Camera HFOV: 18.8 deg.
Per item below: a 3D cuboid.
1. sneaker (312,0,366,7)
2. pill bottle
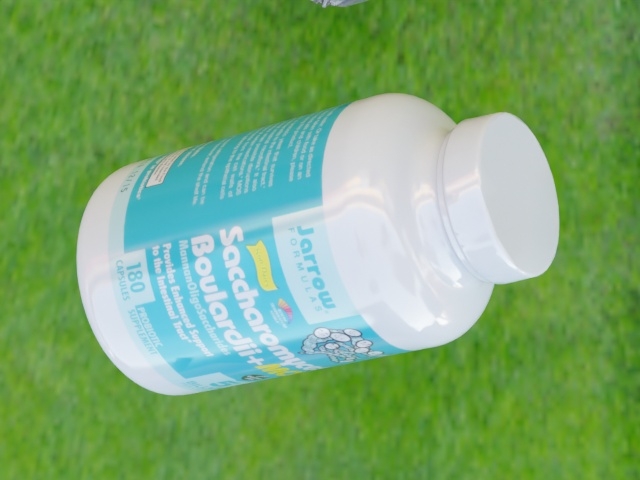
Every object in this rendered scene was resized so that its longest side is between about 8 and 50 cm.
[{"bbox_3d":[0.080,-0.221,1.372,0.222,0.083,0.118,8,140,2],"label":"sneaker"},{"bbox_3d":[0.000,0.000,1.110,0.264,0.146,0.146,-14,132,32],"label":"pill bottle"}]
